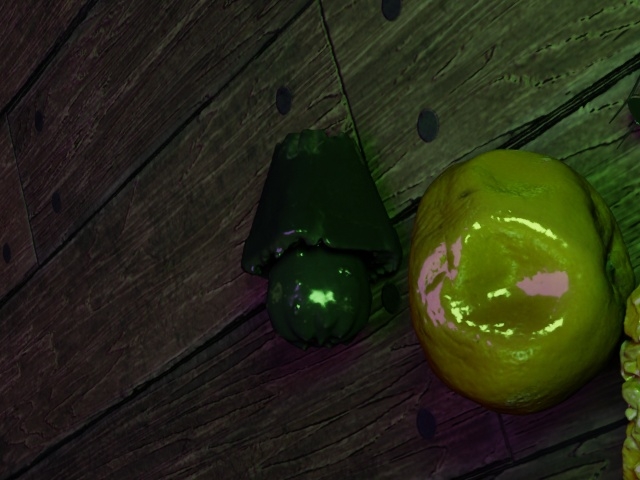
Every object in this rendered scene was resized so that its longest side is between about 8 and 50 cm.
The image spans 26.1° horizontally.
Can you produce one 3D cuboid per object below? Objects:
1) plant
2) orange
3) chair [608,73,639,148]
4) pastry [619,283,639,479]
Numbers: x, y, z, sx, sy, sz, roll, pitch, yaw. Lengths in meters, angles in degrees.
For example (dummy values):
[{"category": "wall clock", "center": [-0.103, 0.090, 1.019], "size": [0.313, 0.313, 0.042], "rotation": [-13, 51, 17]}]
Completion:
[{"category": "plant", "center": [0.000, 0.000, 1.605], "size": [0.142, 0.164, 0.256], "rotation": [-28, 59, 53]}, {"category": "orange", "center": [0.197, 0.037, 1.284], "size": [0.183, 0.249, 0.249], "rotation": [-4, 90, 24]}, {"category": "chair", "center": [0.299, -0.122, 1.265], "size": [0.086, 0.037, 0.042], "rotation": [116, 147, -41]}, {"category": "pastry", "center": [0.331, 0.125, 1.185], "size": [0.154, 0.102, 0.250], "rotation": [11, 101, 53]}]
